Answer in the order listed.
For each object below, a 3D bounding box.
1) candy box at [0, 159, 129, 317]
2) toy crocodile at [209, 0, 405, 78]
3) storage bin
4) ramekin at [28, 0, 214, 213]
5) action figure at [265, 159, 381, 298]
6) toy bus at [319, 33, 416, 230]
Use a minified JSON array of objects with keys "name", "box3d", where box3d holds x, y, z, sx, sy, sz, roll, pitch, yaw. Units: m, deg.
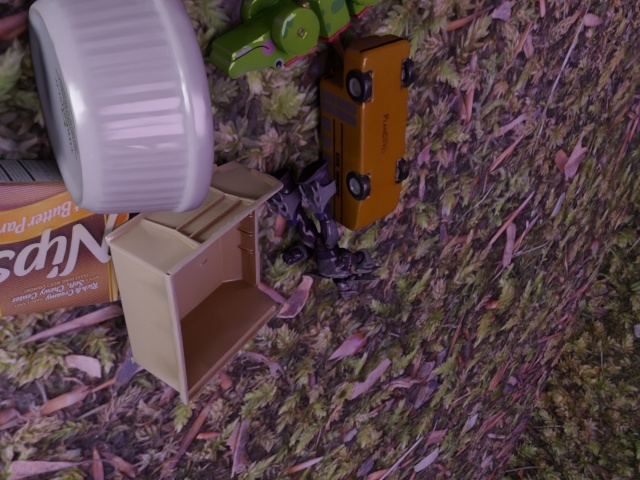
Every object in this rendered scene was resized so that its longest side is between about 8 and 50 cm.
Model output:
[{"name":"candy box","box3d":[-0.403,-0.001,0.737,0.317,0.088,0.182,-6,121,-42]},{"name":"toy crocodile","box3d":[-0.007,-0.328,0.868,0.341,0.115,0.105,-39,138,-17]},{"name":"storage bin","box3d":[-0.168,0.053,0.911,0.260,0.123,0.262,-44,149,-42]},{"name":"ramekin","box3d":[-0.227,-0.151,0.666,0.127,0.273,0.272,-16,127,-29]},{"name":"action figure","box3d":[0.000,0.000,1.077,0.285,0.185,0.099,64,37,-31]},{"name":"toy bus","box3d":[0.074,-0.181,1.036,0.108,0.130,0.332,-26,132,-28]}]
